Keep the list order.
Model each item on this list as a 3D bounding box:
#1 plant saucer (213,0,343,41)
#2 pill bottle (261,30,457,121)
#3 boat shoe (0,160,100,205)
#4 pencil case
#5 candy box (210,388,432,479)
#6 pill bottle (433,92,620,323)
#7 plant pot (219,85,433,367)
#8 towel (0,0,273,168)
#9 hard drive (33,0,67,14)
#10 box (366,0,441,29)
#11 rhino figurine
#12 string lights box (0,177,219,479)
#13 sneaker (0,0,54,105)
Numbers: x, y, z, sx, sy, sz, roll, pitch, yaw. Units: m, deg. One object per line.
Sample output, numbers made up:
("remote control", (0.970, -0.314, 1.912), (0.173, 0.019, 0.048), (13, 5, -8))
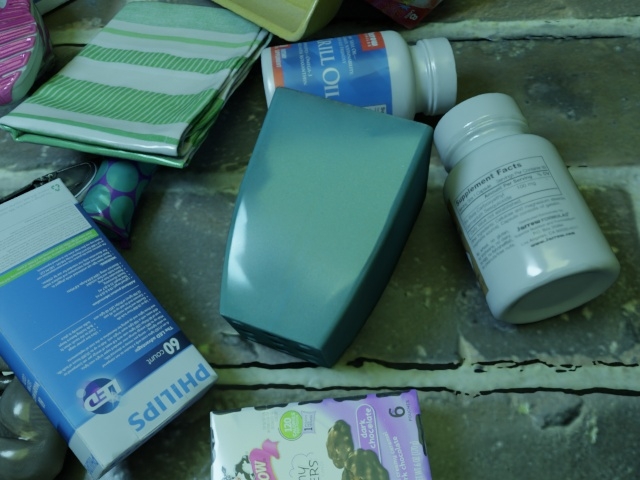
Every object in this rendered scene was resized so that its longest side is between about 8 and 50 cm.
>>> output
("plant saucer", (-0.023, -0.445, 0.842), (0.333, 0.081, 0.332), (41, 108, 41))
("pill bottle", (0.045, -0.187, 0.776), (0.222, 0.124, 0.124), (-9, 61, -1))
("boat shoe", (-0.334, -0.057, 0.776), (0.142, 0.040, 0.049), (-36, 65, -15))
("pencil case", (-0.233, -0.072, 0.765), (0.065, 0.070, 0.151), (-5, 56, 40))
("candy box", (0.002, 0.234, 0.580), (0.197, 0.070, 0.164), (-6, 61, 0))
("pill bottle", (0.205, -0.039, 0.680), (0.131, 0.131, 0.229), (-14, 61, -4))
("plant pot", (0.000, 0.000, 0.662), (0.166, 0.165, 0.234), (17, 72, 12))
("towel", (-0.214, -0.217, 0.808), (0.248, 0.038, 0.324), (9, 48, 13))
("hard drive", (-0.425, -0.454, 0.998), (0.319, 0.040, 0.210), (-36, 66, -15))
("box", (0.085, -0.438, 0.884), (0.123, 0.128, 0.256), (-39, 57, 31))
("rhino figurine", (-0.291, 0.138, 0.651), (0.107, 0.073, 0.243), (5, 59, 0))
("string lights box", (-0.235, 0.080, 0.614), (0.133, 0.077, 0.259), (-35, 82, -37))
("sneaker", (-0.400, -0.249, 0.839), (0.103, 0.111, 0.252), (-12, 50, -5))
